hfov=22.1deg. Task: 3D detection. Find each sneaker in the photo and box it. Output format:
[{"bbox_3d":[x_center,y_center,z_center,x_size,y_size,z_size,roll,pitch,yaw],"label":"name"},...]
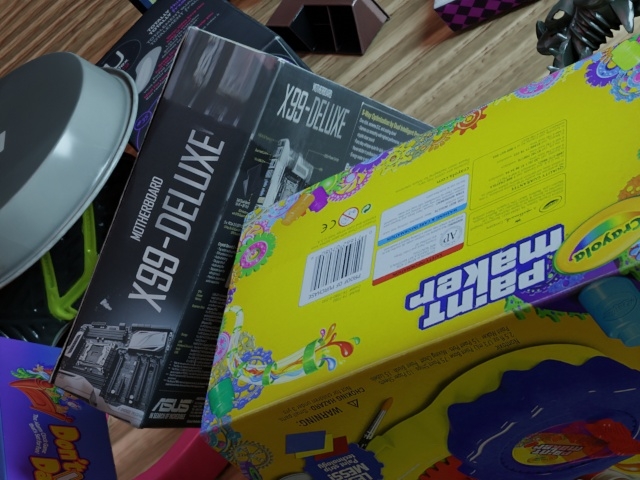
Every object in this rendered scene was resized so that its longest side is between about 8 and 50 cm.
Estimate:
[{"bbox_3d":[-0.300,0.062,1.615,0.385,0.145,0.147,-38,12,6],"label":"sneaker"}]

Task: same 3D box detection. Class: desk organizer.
[{"bbox_3d":[0.005,-0.221,1.650,0.130,0.047,0.050,11,63,53],"label":"desk organizer"}]

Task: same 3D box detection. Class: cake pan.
[{"bbox_3d":[-0.297,-0.066,1.537,0.293,0.054,0.293,-30,34,23],"label":"cake pan"}]

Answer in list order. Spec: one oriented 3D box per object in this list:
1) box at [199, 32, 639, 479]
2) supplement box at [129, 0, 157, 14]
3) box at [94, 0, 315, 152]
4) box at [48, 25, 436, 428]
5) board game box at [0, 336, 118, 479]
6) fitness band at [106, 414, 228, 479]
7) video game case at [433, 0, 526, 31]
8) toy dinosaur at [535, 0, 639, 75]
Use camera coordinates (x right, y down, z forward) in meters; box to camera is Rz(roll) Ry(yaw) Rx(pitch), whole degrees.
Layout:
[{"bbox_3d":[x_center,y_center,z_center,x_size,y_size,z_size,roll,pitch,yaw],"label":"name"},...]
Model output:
[{"bbox_3d":[0.139,0.077,0.934,0.290,0.279,0.177,-24,37,30],"label":"box"},{"bbox_3d":[-0.164,-0.282,1.874,0.083,0.083,0.056,-49,33,-6],"label":"supplement box"},{"bbox_3d":[-0.100,-0.125,1.564,0.165,0.143,0.270,-46,31,-1],"label":"box"},{"bbox_3d":[-0.029,0.007,1.122,0.076,0.307,0.242,23,95,27],"label":"box"},{"bbox_3d":[-0.234,0.278,1.155,0.233,0.078,0.347,-112,40,-56],"label":"board game box"},{"bbox_3d":[-0.139,0.114,1.419,0.209,0.054,0.291,-28,36,23],"label":"fitness band"},{"bbox_3d":[0.221,-0.311,1.512,0.232,0.042,0.210,-20,39,33],"label":"video game case"},{"bbox_3d":[0.212,-0.064,1.153,0.322,0.164,0.218,0,66,23],"label":"toy dinosaur"}]
